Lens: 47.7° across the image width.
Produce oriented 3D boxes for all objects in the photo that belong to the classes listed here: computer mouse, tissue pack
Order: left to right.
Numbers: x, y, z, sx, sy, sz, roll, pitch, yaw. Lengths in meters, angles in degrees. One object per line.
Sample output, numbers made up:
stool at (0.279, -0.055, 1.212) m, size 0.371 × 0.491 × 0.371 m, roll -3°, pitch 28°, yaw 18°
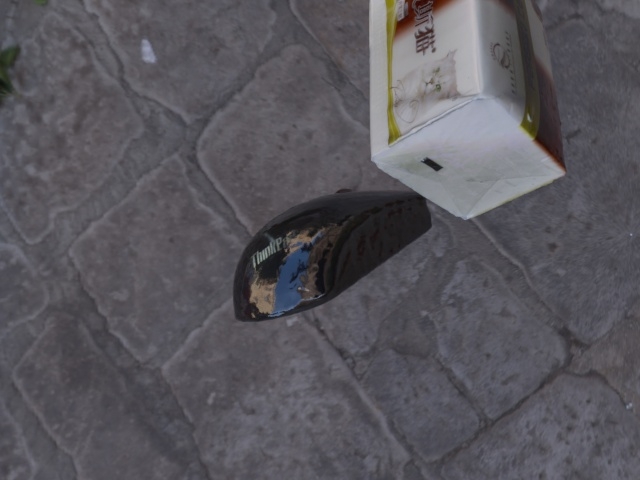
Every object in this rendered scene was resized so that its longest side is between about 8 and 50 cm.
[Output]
computer mouse at (0.000, 0.000, 0.861) m, size 0.170 × 0.269 × 0.100 m, roll -10°, pitch 105°, yaw 45°
tissue pack at (0.099, -0.110, 0.494) m, size 0.099 × 0.106 × 0.148 m, roll -26°, pitch 50°, yaw 39°
